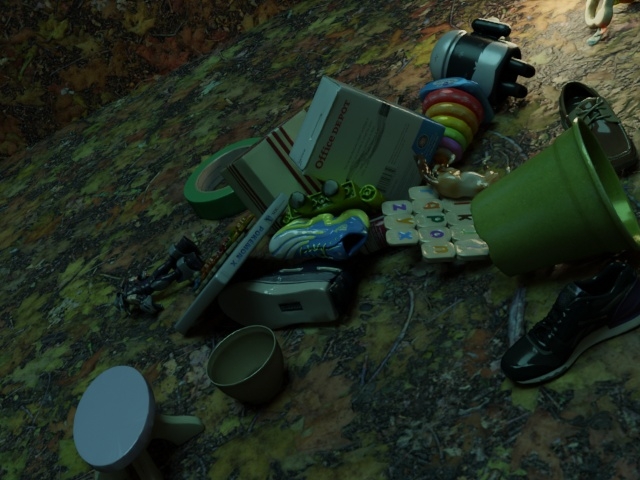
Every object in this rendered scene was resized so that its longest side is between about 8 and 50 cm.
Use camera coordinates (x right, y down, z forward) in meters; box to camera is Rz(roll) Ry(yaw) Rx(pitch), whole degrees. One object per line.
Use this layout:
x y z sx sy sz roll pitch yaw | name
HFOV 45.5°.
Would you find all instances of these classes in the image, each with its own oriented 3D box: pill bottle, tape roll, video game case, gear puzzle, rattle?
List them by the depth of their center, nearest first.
0.129 -0.017 1.807 0.152 0.086 0.086 -21 33 15 | pill bottle
-0.216 0.060 1.855 0.300 0.036 0.329 -55 5 -37 | video game case
-0.244 0.022 1.908 0.175 0.044 0.339 -54 5 -33 | gear puzzle
0.819 -0.618 2.135 0.130 0.143 0.199 -45 33 44 | rattle
-0.270 -0.197 2.383 0.321 0.077 0.321 -20 34 15 | tape roll

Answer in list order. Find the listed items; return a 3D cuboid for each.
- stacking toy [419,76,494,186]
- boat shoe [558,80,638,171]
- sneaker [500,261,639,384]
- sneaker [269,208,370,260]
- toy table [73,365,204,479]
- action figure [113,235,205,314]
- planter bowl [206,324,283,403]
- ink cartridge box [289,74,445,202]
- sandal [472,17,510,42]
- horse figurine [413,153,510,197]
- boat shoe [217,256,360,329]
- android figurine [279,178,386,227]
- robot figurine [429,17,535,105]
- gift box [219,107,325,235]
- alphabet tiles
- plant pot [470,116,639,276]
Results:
0.317 -0.253 1.952 0.175 0.166 0.301 -1 57 36 | stacking toy
0.611 -0.262 1.727 0.123 0.116 0.324 -25 32 9 | boat shoe
0.425 0.132 1.327 0.283 0.124 0.107 -32 32 -2 | sneaker
0.000 0.000 1.712 0.240 0.091 0.126 -21 27 3 | sneaker
-0.387 0.400 1.576 0.252 0.160 0.274 -25 33 7 | toy table
-0.449 0.116 2.085 0.285 0.099 0.185 -33 39 4 | action figure
-0.142 0.273 1.602 0.162 0.109 0.162 -21 34 15 | planter bowl
0.111 -0.237 1.854 0.223 0.308 0.129 -66 28 16 | ink cartridge box
0.454 -0.556 2.270 0.303 0.120 0.086 -45 21 -21 | sandal
0.343 -0.146 1.768 0.264 0.066 0.174 5 32 9 | horse figurine
-0.066 0.113 1.775 0.341 0.127 0.158 -2 30 31 | boat shoe
0.033 -0.069 1.818 0.248 0.273 0.056 -19 69 15 | android figurine
0.433 -0.468 2.069 0.278 0.173 0.209 24 66 27 | robot figurine
-0.082 -0.165 2.028 0.255 0.258 0.276 -41 9 -16 | gift box
0.280 -0.042 1.704 0.278 0.021 0.284 -4 35 1 | alphabet tiles
0.443 -0.058 1.480 0.254 0.276 0.276 -26 31 27 | plant pot
